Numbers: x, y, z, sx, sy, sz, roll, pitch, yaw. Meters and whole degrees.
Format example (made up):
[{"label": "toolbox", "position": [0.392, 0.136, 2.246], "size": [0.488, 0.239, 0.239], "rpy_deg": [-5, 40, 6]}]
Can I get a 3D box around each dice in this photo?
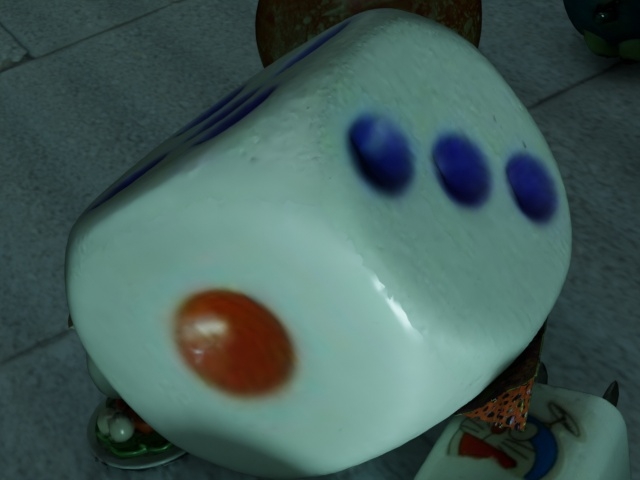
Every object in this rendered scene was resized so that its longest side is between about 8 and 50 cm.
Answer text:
[{"label": "dice", "position": [0.000, 0.000, 1.013], "size": [0.304, 0.277, 0.304], "rpy_deg": [-29, 15, 40]}]

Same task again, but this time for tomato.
[{"label": "tomato", "position": [0.057, -0.238, 1.475], "size": [0.270, 0.223, 0.270], "rpy_deg": [-1, 18, 0]}]

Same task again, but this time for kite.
[{"label": "kite", "position": [0.133, 0.095, 0.938], "size": [0.125, 0.008, 0.222], "rpy_deg": [-43, 14, -19]}]

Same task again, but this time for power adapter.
[{"label": "power adapter", "position": [0.165, 0.172, 0.944], "size": [0.130, 0.125, 0.205], "rpy_deg": [7, 40, 30]}]

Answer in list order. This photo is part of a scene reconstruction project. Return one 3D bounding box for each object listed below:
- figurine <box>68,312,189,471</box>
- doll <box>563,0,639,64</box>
[{"label": "figurine", "position": [-0.170, 0.112, 1.106], "size": [0.132, 0.154, 0.132], "rpy_deg": [-10, 35, 7]}, {"label": "doll", "position": [0.415, -0.336, 1.532], "size": [0.198, 0.186, 0.322], "rpy_deg": [12, 39, 31]}]
